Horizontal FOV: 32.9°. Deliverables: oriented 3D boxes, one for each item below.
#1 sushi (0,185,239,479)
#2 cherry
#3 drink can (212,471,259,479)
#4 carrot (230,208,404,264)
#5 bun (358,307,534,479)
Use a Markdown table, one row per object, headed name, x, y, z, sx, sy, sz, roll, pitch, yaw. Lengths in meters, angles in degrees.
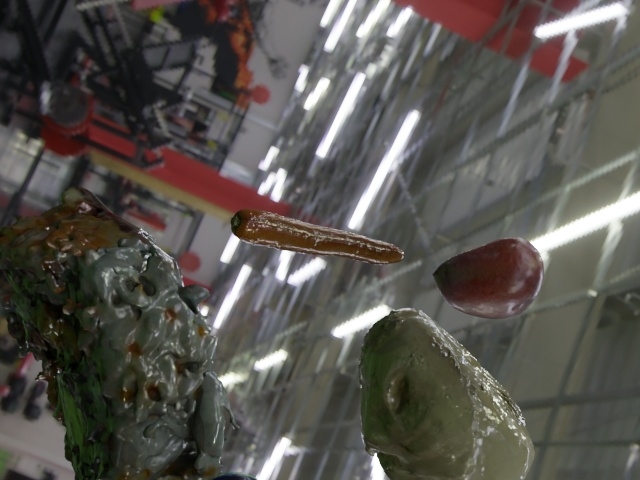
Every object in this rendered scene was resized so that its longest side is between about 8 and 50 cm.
| name | x | y | z | sx | sy | sz | roll | pitch | yaw |
| --- | --- | --- | --- | --- | --- | --- | --- | --- | --- |
| sushi | -0.254 | 0.151 | 1.289 | 0.417 | 0.176 | 0.417 | 38 | -42 | 46 |
| cherry | 0.202 | 0.049 | 1.252 | 0.106 | 0.126 | 0.087 | 57 | 10 | -56 |
| drink can | -0.093 | 0.375 | 1.259 | 0.118 | 0.118 | 0.205 | -61 | -151 | 27 |
| carrot | 0.000 | 0.000 | 1.333 | 0.043 | 0.248 | 0.043 | -31 | -127 | 54 |
| bun | 0.190 | 0.285 | 1.778 | 0.234 | 0.326 | 0.362 | -41 | -122 | 10 |
